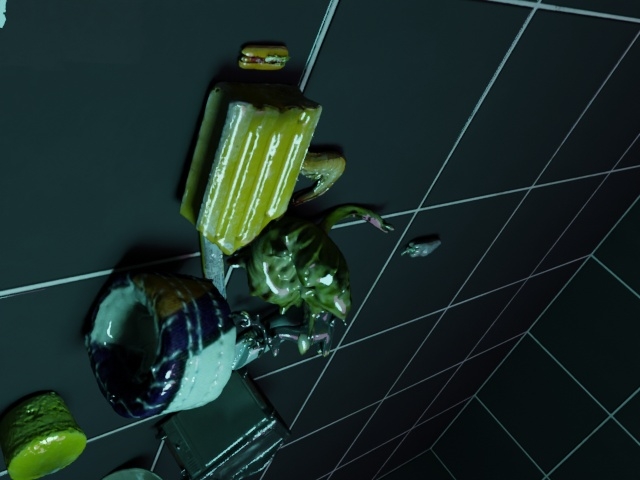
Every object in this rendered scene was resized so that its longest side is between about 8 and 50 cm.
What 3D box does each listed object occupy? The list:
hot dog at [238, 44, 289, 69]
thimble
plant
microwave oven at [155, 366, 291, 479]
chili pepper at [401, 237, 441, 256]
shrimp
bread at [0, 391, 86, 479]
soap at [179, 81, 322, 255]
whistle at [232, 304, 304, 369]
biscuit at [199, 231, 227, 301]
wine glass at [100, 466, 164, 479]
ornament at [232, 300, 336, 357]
[{"bbox_3d":[-0.074,-0.246,0.884,0.083,0.021,0.037,-14,142,-37],"label":"hot dog"},{"bbox_3d":[-0.256,0.160,1.030,0.150,0.237,0.237,7,126,-49],"label":"thimble"},{"bbox_3d":[-0.022,0.013,1.233,0.180,0.251,0.333,-36,-166,30],"label":"plant"},{"bbox_3d":[-0.211,0.438,1.485,0.247,0.188,0.178,-36,150,-8],"label":"microwave oven"},{"bbox_3d":[0.258,0.018,1.620,0.153,0.041,0.050,-8,179,-45],"label":"chili pepper"},{"bbox_3d":[-0.031,-0.107,1.119,0.178,0.034,0.124,-12,146,-49],"label":"shrimp"},{"bbox_3d":[-0.472,0.329,1.101,0.129,0.114,0.111,-16,142,-37],"label":"bread"},{"bbox_3d":[-0.111,-0.099,0.959,0.160,0.080,0.257,-8,132,-42],"label":"soap"},{"bbox_3d":[-0.072,0.180,1.428,0.312,0.062,0.062,-30,149,-19],"label":"whistle"},{"bbox_3d":[-0.186,0.030,1.122,0.048,0.026,0.292,-27,146,-26],"label":"biscuit"},{"bbox_3d":[-0.387,0.710,1.599,0.267,0.267,0.406,-38,155,-6],"label":"wine glass"},{"bbox_3d":[-0.077,0.143,1.334,0.236,0.080,0.202,2,94,-29],"label":"ornament"}]
